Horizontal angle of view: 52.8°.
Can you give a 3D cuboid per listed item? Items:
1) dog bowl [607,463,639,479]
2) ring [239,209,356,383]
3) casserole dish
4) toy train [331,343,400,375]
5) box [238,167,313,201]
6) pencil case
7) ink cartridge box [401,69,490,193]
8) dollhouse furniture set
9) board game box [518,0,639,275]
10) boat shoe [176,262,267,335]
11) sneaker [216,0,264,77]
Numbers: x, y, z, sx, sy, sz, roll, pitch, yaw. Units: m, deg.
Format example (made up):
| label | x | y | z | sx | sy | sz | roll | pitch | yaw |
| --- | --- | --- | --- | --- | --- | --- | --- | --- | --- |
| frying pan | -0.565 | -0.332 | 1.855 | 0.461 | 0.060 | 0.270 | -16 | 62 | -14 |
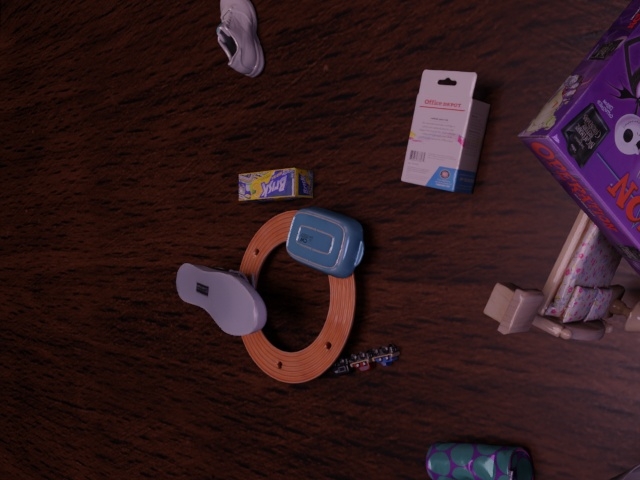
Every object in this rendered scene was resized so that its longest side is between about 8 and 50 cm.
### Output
| label | x | y | z | sx | sy | sz | roll | pitch | yaw |
| --- | --- | --- | --- | --- | --- | --- | --- | --- | --- |
| dog bowl | 0.370 | 0.415 | 0.674 | 0.102 | 0.349 | 0.348 | -40 | 62 | 52 |
| ring | -0.051 | 0.109 | 1.263 | 0.337 | 0.032 | 0.336 | -6 | 81 | 43 |
| casserole dish | 0.000 | 0.000 | 1.180 | 0.188 | 0.037 | 0.114 | 20 | 97 | 44 |
| toy train | 0.078 | 0.216 | 1.152 | 0.158 | 0.027 | 0.036 | -25 | 76 | 41 |
| box | -0.092 | -0.110 | 1.302 | 0.169 | 0.054 | 0.059 | -1 | 89 | 42 |
| pencil case | 0.237 | 0.343 | 0.974 | 0.152 | 0.065 | 0.070 | -11 | 65 | 43 |
| ink cartridge box | 0.201 | -0.172 | 1.024 | 0.104 | 0.062 | 0.181 | 18 | 101 | 42 |
| dollhouse furniture set | 0.375 | -0.020 | 0.658 | 0.174 | 0.356 | 0.303 | 31 | 109 | 38 |
| board game box | 0.363 | -0.054 | 0.606 | 0.208 | 0.347 | 0.056 | -49 | 19 | -2 |
| boat shoe | -0.178 | 0.113 | 1.293 | 0.306 | 0.105 | 0.113 | 9 | 96 | 51 |
| sneaker | -0.187 | -0.452 | 1.373 | 0.080 | 0.094 | 0.212 | -34 | 66 | 39 |
